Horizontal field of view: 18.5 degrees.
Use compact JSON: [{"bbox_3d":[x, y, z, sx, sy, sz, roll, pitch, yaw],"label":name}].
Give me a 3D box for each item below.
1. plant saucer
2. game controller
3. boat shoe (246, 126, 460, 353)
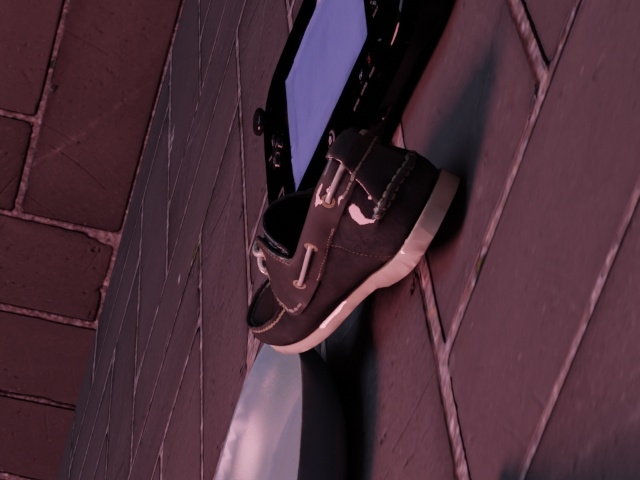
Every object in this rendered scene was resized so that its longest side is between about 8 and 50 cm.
[{"bbox_3d":[-0.037,0.214,1.262,0.317,0.044,0.317,-168,90,-80],"label":"plant saucer"},{"bbox_3d":[0.015,-0.119,1.311,0.319,0.067,0.166,115,164,-52],"label":"game controller"},{"bbox_3d":[0.000,0.000,1.141,0.233,0.079,0.084,-45,21,61],"label":"boat shoe"}]
